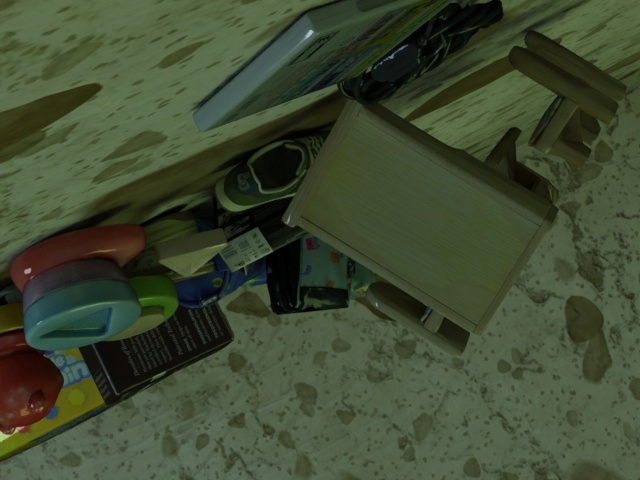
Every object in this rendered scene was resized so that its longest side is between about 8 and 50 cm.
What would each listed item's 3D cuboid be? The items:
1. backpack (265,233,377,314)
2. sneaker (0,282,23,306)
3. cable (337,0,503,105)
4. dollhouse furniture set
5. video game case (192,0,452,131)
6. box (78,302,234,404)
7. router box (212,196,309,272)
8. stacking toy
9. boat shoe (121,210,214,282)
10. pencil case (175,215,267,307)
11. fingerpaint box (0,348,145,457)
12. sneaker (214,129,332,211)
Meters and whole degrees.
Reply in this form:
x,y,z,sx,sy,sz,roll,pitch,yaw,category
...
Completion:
x,y,z,sx,sy,sz,roll,pitch,yaw,category
0.000,0.000,2.093,0.144,0.188,0.166,-6,177,-13,backpack
-0.342,0.065,1.880,0.152,0.054,0.061,-28,173,26,sneaker
0.097,-0.191,1.545,0.150,0.047,0.184,-30,177,-41,cable
0.150,-0.069,1.864,0.362,0.256,0.394,-60,175,20,dollhouse furniture set
0.011,-0.168,1.359,0.193,0.023,0.212,-24,174,-36,video game case
-0.268,0.132,2.413,0.203,0.167,0.168,-26,176,-17,box
-0.048,-0.047,1.963,0.179,0.046,0.133,-27,-150,10,router box
-0.253,0.106,1.814,0.279,0.130,0.309,-5,156,-35,stacking toy
-0.274,0.059,1.979,0.285,0.089,0.104,-27,177,12,boat shoe
-0.131,0.018,2.153,0.133,0.119,0.306,-4,-176,16,pencil case
-0.493,0.269,2.763,0.445,0.163,0.371,-28,176,9,fingerpaint box
-0.028,-0.089,1.834,0.192,0.064,0.086,-24,176,-31,sneaker
